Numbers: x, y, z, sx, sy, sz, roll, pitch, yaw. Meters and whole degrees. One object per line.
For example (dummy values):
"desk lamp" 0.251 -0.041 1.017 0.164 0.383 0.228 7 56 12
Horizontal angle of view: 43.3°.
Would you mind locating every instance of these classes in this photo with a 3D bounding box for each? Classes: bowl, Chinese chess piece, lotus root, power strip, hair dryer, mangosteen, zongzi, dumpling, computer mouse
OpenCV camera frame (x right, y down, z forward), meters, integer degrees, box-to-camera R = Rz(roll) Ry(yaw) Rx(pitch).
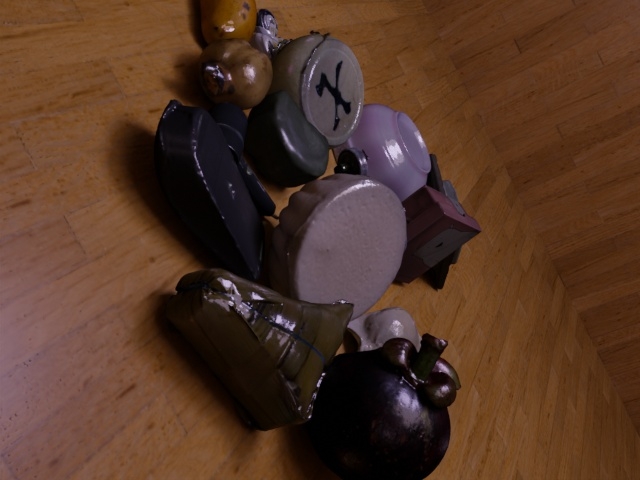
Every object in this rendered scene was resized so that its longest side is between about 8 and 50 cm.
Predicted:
"bowl" 0.157 -0.198 1.872 0.287 0.144 0.287 43 34 -39
"Chinese chess piece" -0.008 -0.291 1.587 0.238 0.092 0.237 -12 106 -50
"lotus root" -0.150 -0.284 1.384 0.125 0.118 0.221 19 23 7
"power strip" 0.300 -0.043 1.956 0.257 0.092 0.251 93 -4 -61
"hair dryer" -0.125 -0.116 1.351 0.219 0.071 0.124 56 25 -33
"mangosteen" 0.103 0.248 1.220 0.228 0.265 0.228 37 13 -10
"zongzi" -0.067 0.091 1.152 0.260 0.123 0.289 55 42 -21
"dumpling" 0.128 0.193 1.503 0.199 0.118 0.136 12 52 -34
"computer mouse" -0.169 -0.066 1.196 0.168 0.087 0.295 -88 157 -55

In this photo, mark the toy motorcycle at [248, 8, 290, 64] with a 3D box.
"toy motorcycle" -0.085 -0.344 1.616 0.228 0.074 0.151 63 32 -26

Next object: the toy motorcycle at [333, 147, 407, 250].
"toy motorcycle" 0.053 -0.037 1.554 0.205 0.127 0.275 -16 70 -34

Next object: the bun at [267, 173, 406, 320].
"bun" 0.000 0.000 1.352 0.175 0.263 0.263 29 -3 42

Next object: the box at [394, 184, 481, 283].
"box" 0.202 -0.008 1.712 0.215 0.215 0.086 17 39 -57

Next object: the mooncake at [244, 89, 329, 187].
"mooncake" -0.061 -0.183 1.468 0.168 0.104 0.175 -29 100 -54

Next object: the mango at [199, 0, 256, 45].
"mango" -0.171 -0.420 1.502 0.115 0.090 0.178 24 49 -41
